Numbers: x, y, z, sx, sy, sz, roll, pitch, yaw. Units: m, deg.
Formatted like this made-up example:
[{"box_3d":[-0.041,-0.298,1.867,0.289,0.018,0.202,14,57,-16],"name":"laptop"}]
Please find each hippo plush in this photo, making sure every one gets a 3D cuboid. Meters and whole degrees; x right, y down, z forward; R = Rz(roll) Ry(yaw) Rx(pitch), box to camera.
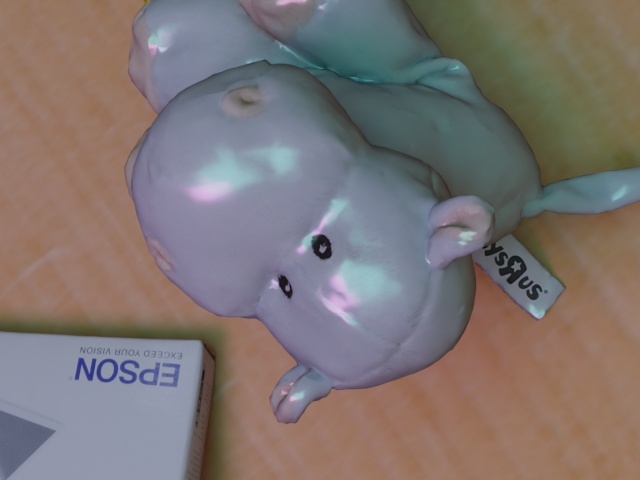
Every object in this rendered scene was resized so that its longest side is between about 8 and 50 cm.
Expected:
[{"box_3d":[0.000,0.000,0.863,0.294,0.236,0.234,38,120,-8],"name":"hippo plush"}]

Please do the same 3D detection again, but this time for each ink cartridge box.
[{"box_3d":[-0.184,0.164,0.990,0.223,0.045,0.224,1,69,12],"name":"ink cartridge box"}]

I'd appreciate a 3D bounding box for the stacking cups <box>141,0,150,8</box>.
[{"box_3d":[-0.130,-0.285,0.984,0.096,0.096,0.316,-27,86,11],"name":"stacking cups"}]
